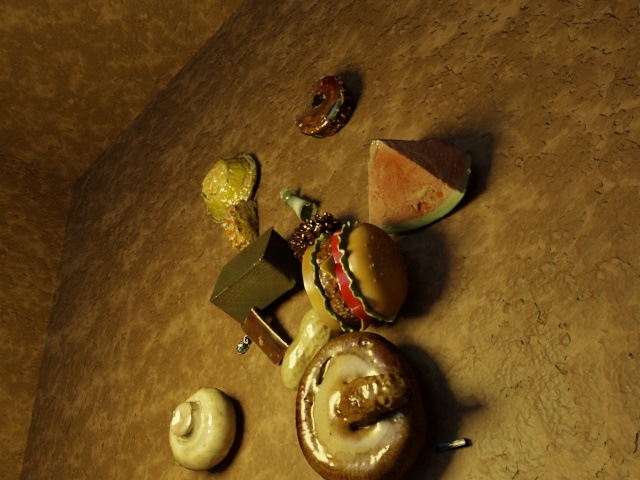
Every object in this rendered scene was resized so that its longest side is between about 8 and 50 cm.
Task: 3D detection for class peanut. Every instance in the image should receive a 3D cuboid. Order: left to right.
[{"bbox_3d":[-0.026,0.299,1.512,0.123,0.123,0.257,27,91,50],"label":"peanut"}]

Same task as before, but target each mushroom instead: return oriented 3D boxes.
[{"bbox_3d":[-0.365,0.573,1.664,0.254,0.184,0.255,-15,57,24],"label":"mushroom"},{"bbox_3d":[0.091,0.393,1.265,0.345,0.239,0.345,-34,27,20],"label":"mushroom"}]

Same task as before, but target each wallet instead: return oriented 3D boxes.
[{"bbox_3d":[-0.167,0.292,1.673,0.176,0.026,0.095,39,115,24],"label":"wallet"}]

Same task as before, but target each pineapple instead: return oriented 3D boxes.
[{"bbox_3d":[-0.297,-0.061,1.988,0.079,0.135,0.233,-31,50,32],"label":"pineapple"}]

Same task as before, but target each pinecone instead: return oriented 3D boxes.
[{"bbox_3d":[0.003,-0.007,1.632,0.162,0.163,0.165,5,51,48],"label":"pinecone"}]

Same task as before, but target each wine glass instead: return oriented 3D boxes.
[{"bbox_3d":[-0.075,-0.121,1.837,0.072,0.072,0.155,-57,39,5],"label":"wine glass"}]

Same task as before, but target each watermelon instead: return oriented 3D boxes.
[{"bbox_3d":[0.224,-0.140,1.413,0.283,0.292,0.251,0,98,46],"label":"watermelon"}]

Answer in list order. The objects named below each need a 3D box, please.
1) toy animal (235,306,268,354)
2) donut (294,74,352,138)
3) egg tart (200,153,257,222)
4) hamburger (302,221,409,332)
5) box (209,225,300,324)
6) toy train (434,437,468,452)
[{"bbox_3d":[-0.217,0.278,1.778,0.220,0.062,0.108,-64,19,-2],"label":"toy animal"},{"bbox_3d":[0.023,-0.458,1.909,0.216,0.096,0.230,10,76,46],"label":"donut"},{"bbox_3d":[-0.375,-0.220,2.175,0.314,0.120,0.315,-24,54,37],"label":"egg tart"},{"bbox_3d":[0.104,0.084,1.378,0.212,0.274,0.275,-24,52,28],"label":"hamburger"},{"bbox_3d":[-0.203,0.112,1.744,0.273,0.143,0.184,-38,24,27],"label":"box"},{"bbox_3d":[0.278,0.442,1.181,0.083,0.017,0.017,-29,48,33],"label":"toy train"}]
